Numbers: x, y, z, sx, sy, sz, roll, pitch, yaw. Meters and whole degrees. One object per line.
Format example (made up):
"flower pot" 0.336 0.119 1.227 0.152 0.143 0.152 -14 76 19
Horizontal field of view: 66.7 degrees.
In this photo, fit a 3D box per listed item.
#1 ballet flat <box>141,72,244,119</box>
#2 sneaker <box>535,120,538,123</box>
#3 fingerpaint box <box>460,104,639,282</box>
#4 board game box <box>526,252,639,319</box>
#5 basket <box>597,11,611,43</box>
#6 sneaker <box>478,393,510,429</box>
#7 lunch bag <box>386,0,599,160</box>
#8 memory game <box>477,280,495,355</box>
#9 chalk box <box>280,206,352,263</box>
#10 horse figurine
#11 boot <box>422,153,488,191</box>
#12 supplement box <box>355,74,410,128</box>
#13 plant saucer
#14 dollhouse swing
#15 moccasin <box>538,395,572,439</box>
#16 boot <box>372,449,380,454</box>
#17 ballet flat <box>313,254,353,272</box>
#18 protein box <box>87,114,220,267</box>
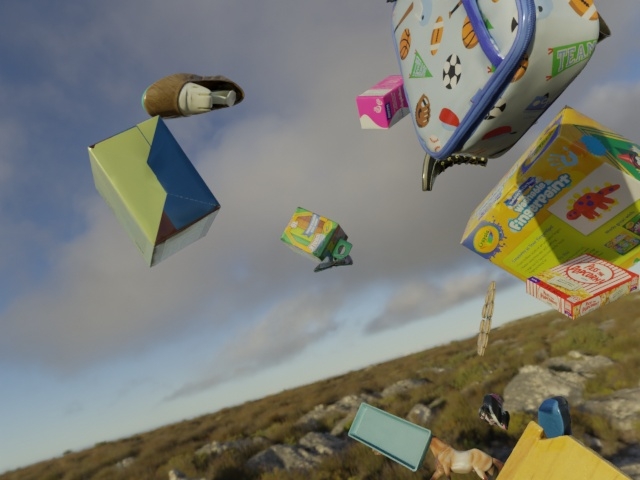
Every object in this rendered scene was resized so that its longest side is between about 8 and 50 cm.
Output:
"ballet flat" -0.316 -0.384 1.307 0.124 0.116 0.342 18 24 19
"sneaker" 0.539 -0.417 1.281 0.152 0.114 0.305 -12 -38 -2
"fingerpaint box" 0.658 -0.070 1.292 0.163 0.371 0.444 -56 -6 -38
"board game box" 0.618 0.104 1.156 0.194 0.045 0.147 -20 25 -15
"basket" 0.451 -0.425 1.046 0.154 0.204 0.227 -25 -14 -43
"sneaker" 0.509 0.519 1.463 0.077 0.072 0.178 -4 -45 35
"lunch bag" 0.175 -0.264 0.561 0.115 0.303 0.243 -4 -26 -13
"memory game" 0.401 0.189 1.178 0.012 0.186 0.186 10 -10 14
"chalk box" 0.000 0.000 1.628 0.213 0.132 0.132 23 -12 26
"horse figurine" 0.381 0.605 1.282 0.263 0.066 0.174 -1 34 18
"boot" 0.405 -0.239 1.455 0.179 0.236 0.085 13 -24 15
"supplement box" 0.230 -0.467 1.634 0.114 0.111 0.220 14 42 40
"plant saucer" 0.118 0.338 0.846 0.018 0.067 0.192 36 -19 -24
"dollhouse swing" 0.570 0.590 0.989 0.305 0.347 0.315 19 -80 -44
"moccasin" 0.806 0.691 1.631 0.117 0.341 0.138 -9 15 -38
"boot" 0.160 0.451 1.083 0.085 0.059 0.158 9 -20 9
"ballet flat" 0.033 0.062 1.369 0.114 0.041 0.041 -12 -15 4
"protein box" -0.311 -0.082 0.910 0.136 0.199 0.201 -34 0 -25
